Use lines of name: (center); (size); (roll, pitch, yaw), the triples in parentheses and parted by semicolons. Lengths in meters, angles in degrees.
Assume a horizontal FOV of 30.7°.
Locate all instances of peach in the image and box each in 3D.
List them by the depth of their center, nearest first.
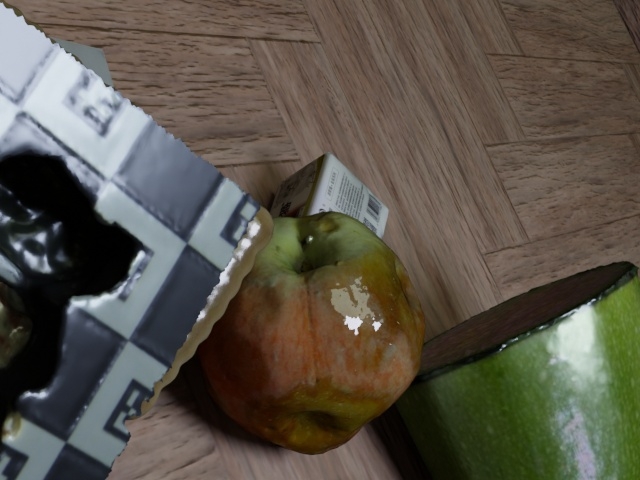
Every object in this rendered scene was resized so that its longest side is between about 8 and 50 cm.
peach: (-0.007, 0.094, 1.076); (0.214, 0.214, 0.235); (-76, 163, -47)

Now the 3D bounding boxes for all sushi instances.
sushi: (-0.249, 0.053, 0.813); (0.296, 0.100, 0.373); (39, 73, -41)

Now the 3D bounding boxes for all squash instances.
squash: (0.265, 0.221, 1.267); (0.310, 0.310, 0.309); (-25, 88, -57)

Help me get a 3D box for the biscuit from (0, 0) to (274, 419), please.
biscuit: (-0.206, -0.028, 0.913); (0.325, 0.044, 0.217); (40, 71, -17)

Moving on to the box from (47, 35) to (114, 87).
box: (-0.245, -0.119, 1.061); (0.129, 0.051, 0.130); (4, 62, -52)

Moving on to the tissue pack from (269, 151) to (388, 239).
tissue pack: (-0.001, 0.000, 1.254); (0.106, 0.099, 0.149); (43, 37, -21)
